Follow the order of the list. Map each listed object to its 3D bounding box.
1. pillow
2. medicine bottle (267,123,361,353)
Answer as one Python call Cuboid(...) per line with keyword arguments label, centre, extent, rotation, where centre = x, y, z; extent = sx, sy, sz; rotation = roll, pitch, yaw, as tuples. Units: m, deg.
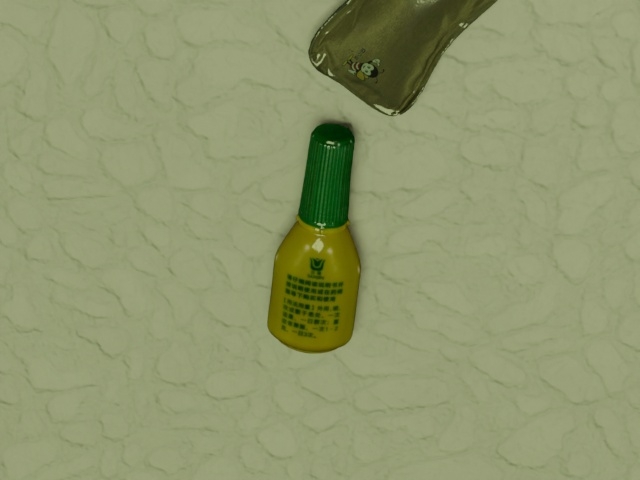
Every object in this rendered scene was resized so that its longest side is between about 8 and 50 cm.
Cuboid(label="pillow", centre=(0.086, -0.229, 1.912), extent=(0.130, 0.033, 0.217), rotation=(35, 119, -10))
Cuboid(label="medicine bottle", centre=(0.000, 0.000, 2.036), extent=(0.095, 0.064, 0.260), rotation=(9, 120, 4))
